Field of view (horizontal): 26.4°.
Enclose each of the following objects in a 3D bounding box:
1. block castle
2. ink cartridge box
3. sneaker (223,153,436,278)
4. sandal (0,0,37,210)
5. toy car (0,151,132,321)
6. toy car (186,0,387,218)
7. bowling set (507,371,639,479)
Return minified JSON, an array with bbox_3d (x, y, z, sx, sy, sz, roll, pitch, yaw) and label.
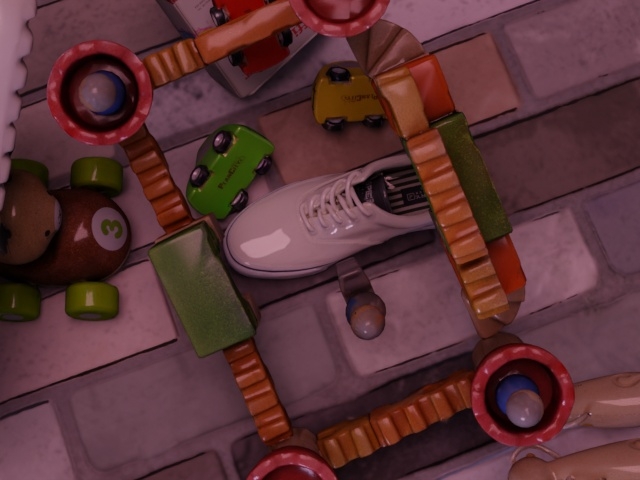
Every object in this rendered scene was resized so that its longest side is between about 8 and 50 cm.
[{"bbox_3d":[0.000,0.000,1.146,0.303,0.213,0.453,-24,96,3],"label":"block castle"},{"bbox_3d":[-0.088,-0.245,1.322,0.127,0.175,0.072,-44,43,-9],"label":"ink cartridge box"},{"bbox_3d":[0.028,-0.035,1.299,0.258,0.091,0.094,-19,74,-2],"label":"sneaker"},{"bbox_3d":[-0.334,-0.042,1.164,0.102,0.169,0.416,10,91,-28],"label":"sandal"},{"bbox_3d":[-0.262,-0.020,1.263,0.149,0.188,0.155,-1,74,3],"label":"toy car"},{"bbox_3d":[-0.059,-0.124,1.321,0.225,0.239,0.053,-53,34,11],"label":"toy car"},{"bbox_3d":[0.244,0.254,1.165,0.154,0.287,0.199,-8,107,8],"label":"bowling set"}]
